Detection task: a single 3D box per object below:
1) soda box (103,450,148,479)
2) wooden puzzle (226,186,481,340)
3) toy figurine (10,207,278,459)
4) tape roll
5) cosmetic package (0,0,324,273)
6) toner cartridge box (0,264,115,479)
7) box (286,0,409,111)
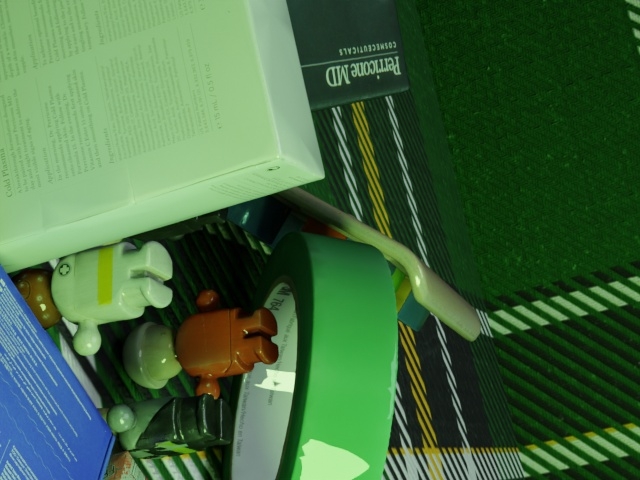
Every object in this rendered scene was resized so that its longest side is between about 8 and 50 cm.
[{"bbox_3d":[-0.142,0.250,1.030,0.058,0.063,0.183,-82,151,-52],"label":"soda box"},{"bbox_3d":[0.000,0.000,1.428,0.348,0.080,0.322,34,0,21],"label":"wooden puzzle"},{"bbox_3d":[-0.148,0.065,1.061,0.209,0.148,0.213,-63,137,-58],"label":"toy figurine"},{"bbox_3d":[-0.018,0.154,1.173,0.321,0.077,0.321,-170,-90,-76],"label":"tape roll"},{"bbox_3d":[-0.177,-0.189,0.929,0.097,0.284,0.377,19,57,-71],"label":"cosmetic package"},{"bbox_3d":[-0.254,0.068,0.816,0.165,0.075,0.348,-83,152,-54],"label":"toner cartridge box"},{"bbox_3d":[-0.109,-0.296,1.163,0.293,0.212,0.395,-20,103,-55],"label":"box"}]
